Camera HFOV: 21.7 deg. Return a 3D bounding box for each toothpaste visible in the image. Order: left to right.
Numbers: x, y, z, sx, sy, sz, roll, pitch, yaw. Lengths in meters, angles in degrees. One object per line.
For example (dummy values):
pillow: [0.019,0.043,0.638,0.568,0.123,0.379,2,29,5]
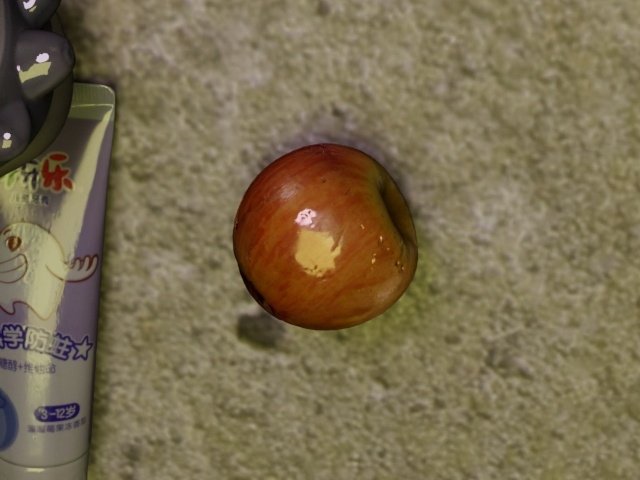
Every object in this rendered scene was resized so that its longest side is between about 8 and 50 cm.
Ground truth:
toothpaste: [-0.226,0.047,1.337,0.125,0.080,0.371,6,111,6]

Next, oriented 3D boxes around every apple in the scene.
apple: [0.000,0.000,1.247,0.146,0.146,0.146,2,118,4]

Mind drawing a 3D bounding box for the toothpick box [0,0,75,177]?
toothpick box: [-0.312,-0.103,1.167,0.316,0.229,0.229,-25,113,16]
